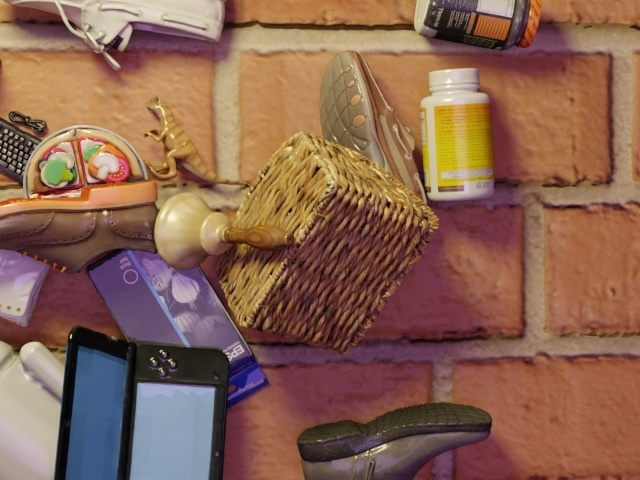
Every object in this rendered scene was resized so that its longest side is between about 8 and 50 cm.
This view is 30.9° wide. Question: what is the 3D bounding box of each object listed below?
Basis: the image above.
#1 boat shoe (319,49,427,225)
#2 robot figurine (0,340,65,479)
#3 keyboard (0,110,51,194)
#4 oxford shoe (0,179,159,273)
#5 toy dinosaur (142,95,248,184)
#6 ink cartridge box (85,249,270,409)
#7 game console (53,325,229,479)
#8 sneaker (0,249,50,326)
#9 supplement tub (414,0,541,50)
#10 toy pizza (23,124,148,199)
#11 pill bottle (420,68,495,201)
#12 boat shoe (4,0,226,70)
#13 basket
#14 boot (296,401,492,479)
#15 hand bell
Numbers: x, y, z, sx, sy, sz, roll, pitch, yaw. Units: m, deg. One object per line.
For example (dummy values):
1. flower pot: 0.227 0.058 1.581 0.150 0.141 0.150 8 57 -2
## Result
1. boat shoe: 0.091 -0.156 1.915 0.116 0.123 0.324 -15 90 -40
2. robot figurine: -0.492 0.293 1.818 0.353 0.200 0.300 41 106 -8
3. keyboard: -0.496 -0.159 1.880 0.180 0.023 0.108 29 90 -8
4. oxford shoe: -0.425 -0.005 1.787 0.363 0.130 0.133 -9 98 -11
5. toy dinosaur: -0.226 -0.139 1.893 0.112 0.064 0.211 -39 97 -4
6. ink cartridge box: -0.232 0.144 1.911 0.165 0.065 0.333 -32 97 -4
7. game console: -0.265 0.292 1.759 0.250 0.173 0.293 5 76 -8
8. sneaker: -0.553 0.107 1.847 0.169 0.108 0.292 37 87 -4
9. supplement tub: 0.258 -0.379 1.908 0.190 0.117 0.117 10 92 -8
10. toy pizza: -0.380 -0.086 1.875 0.201 0.032 0.201 -2 105 -6
11. pill bottle: 0.226 -0.174 1.916 0.117 0.117 0.215 -4 94 -6
12. boat shoe: -0.333 -0.350 1.843 0.367 0.136 0.156 0 97 -16
13. basket: 0.000 0.000 1.849 0.223 0.213 0.299 18 115 -33
14. boot: 0.135 0.406 1.956 0.338 0.118 0.223 -10 98 5
15. hand bell: -0.129 -0.009 1.774 0.126 0.242 0.126 -4 96 -47
